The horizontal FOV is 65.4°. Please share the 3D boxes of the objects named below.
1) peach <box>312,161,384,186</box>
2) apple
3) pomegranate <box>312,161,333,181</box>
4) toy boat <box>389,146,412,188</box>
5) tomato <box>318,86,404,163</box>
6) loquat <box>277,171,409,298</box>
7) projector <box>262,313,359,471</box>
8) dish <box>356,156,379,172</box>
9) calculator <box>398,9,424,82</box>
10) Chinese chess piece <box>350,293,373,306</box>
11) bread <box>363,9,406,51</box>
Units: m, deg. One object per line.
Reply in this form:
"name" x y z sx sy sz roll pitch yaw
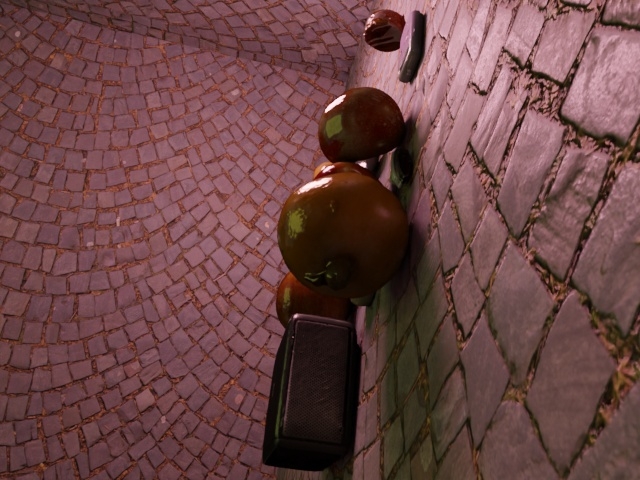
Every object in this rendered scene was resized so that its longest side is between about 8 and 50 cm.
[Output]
"peach" 0.087 -0.100 1.519 0.274 0.245 0.248 117 156 -71
"apple" -0.025 0.203 1.798 0.309 0.278 0.250 -100 2 -68
"pomegranate" 0.065 -0.229 2.175 0.233 0.233 0.233 -169 90 -85
"toy boat" 0.213 -0.192 1.358 0.066 0.059 0.140 125 158 -46
"tomato" 0.120 -0.357 1.541 0.270 0.270 0.222 -134 28 -84
"loquat" 0.051 0.000 1.216 0.359 0.329 0.328 -76 0 -60
"projector" -0.034 0.497 1.587 0.395 0.242 0.405 113 166 -56
"dish" 0.176 -0.392 1.904 0.273 0.134 0.273 158 90 -83
"calculator" 0.288 -0.617 1.591 0.141 0.045 0.246 110 169 -62
"Chinese chess piece" 0.135 0.132 1.541 0.144 0.059 0.144 -167 90 -86
"bread" 0.244 -0.777 1.851 0.160 0.161 0.073 113 172 -66
